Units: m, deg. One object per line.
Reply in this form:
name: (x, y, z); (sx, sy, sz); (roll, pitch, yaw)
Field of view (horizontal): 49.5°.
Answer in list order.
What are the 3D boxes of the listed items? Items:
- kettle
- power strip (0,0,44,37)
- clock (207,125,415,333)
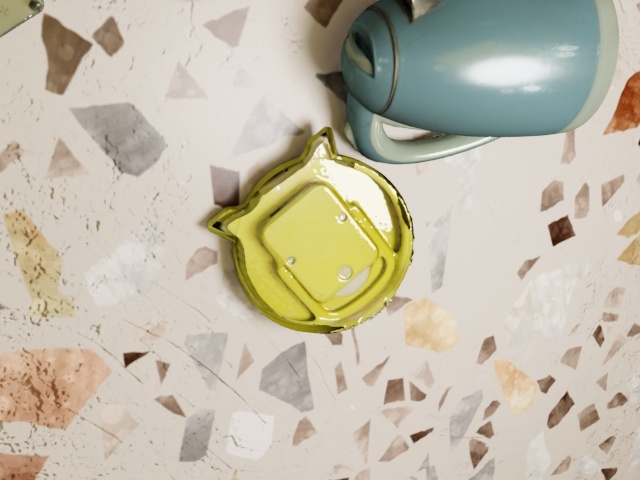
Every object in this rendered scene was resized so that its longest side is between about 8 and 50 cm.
kettle: (0.189, -0.231, 0.997); (0.342, 0.247, 0.319); (-9, 140, -17)
power strip: (-0.414, -0.302, 0.726); (0.145, 0.061, 0.215); (-39, 122, -10)
clock: (0.000, 0.000, 1.063); (0.277, 0.071, 0.293); (-34, 111, -3)
